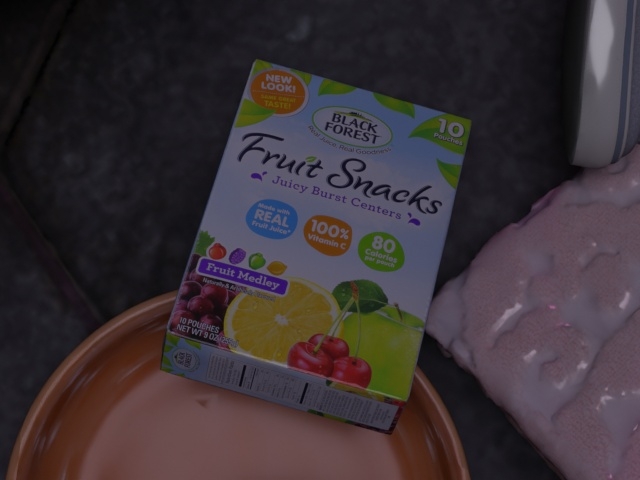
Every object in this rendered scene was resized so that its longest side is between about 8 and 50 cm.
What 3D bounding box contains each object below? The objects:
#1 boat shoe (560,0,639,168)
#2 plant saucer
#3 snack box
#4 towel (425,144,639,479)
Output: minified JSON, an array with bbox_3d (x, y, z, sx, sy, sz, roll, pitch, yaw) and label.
[{"bbox_3d":[0.152,-0.134,0.675,0.081,0.079,0.228,11,73,4],"label":"boat shoe"},{"bbox_3d":[-0.035,0.118,0.689,0.199,0.037,0.200,0,85,-1],"label":"plant saucer"},{"bbox_3d":[0.000,0.000,0.670,0.100,0.037,0.141,17,58,-1],"label":"snack box"},{"bbox_3d":[0.245,0.019,0.609,0.332,0.053,0.317,-40,52,0],"label":"towel"}]
